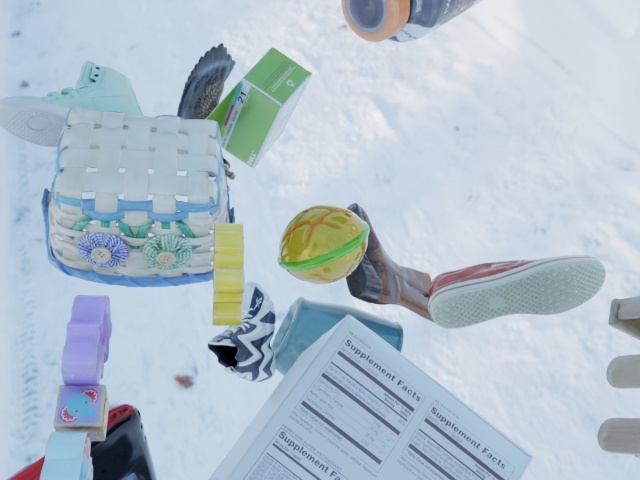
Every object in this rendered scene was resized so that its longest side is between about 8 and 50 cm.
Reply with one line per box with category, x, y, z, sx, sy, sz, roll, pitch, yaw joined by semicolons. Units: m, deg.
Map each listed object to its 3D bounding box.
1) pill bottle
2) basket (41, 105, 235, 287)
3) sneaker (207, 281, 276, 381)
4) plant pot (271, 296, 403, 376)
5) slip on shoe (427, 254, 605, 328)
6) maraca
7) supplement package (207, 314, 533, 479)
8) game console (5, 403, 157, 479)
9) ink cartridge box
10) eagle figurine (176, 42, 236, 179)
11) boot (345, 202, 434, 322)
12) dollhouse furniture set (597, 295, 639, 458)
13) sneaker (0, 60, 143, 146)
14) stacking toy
pill bottle;0.133;-0.342;0.927;0.131;0.130;0.246;20;44;35
basket;-0.236;-0.029;0.909;0.255;0.289;0.200;2;64;-9
sneaker;-0.183;0.197;1.576;0.094;0.153;0.234;-13;71;36
plant pot;0.021;0.269;1.688;0.255;0.271;0.271;26;50;-8
slip on shoe;0.356;0.079;1.298;0.332;0.123;0.101;-11;32;2
maraca;0.000;0.000;0.938;0.127;0.099;0.185;-20;15;-4
supplement package;0.004;0.242;0.617;0.198;0.199;0.262;38;68;1
game console;-0.326;0.397;0.818;0.342;0.386;0.060;-33;55;-31
ink cartridge box;-0.138;-0.212;1.321;0.097;0.188;0.255;33;50;-2
eagle figurine;-0.264;-0.297;1.662;0.226;0.298;0.225;-1;18;39
boot;0.178;0.052;1.699;0.096;0.281;0.264;-44;45;32
dollhouse furniture set;0.746;0.316;1.480;0.256;0.362;0.393;-26;43;61
sneaker;-0.443;-0.247;1.236;0.256;0.094;0.151;1;60;-37
stacking toy;-0.117;0.084;0.340;0.167;0.052;0.221;1;55;-10
